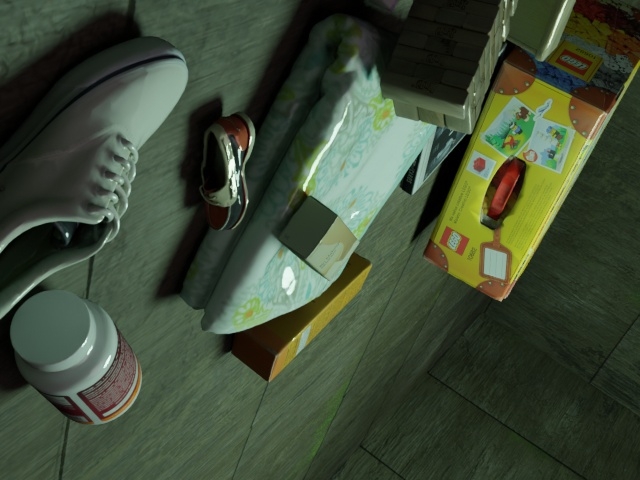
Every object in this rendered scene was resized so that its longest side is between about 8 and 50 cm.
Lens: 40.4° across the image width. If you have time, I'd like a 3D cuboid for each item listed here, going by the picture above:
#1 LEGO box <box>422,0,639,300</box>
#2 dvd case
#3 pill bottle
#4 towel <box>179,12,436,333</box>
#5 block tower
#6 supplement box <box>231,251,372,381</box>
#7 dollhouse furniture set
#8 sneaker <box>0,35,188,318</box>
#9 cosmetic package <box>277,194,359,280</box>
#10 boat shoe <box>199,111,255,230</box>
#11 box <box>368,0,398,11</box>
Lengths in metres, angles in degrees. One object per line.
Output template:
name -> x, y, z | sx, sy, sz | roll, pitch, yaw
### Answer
LEGO box -> 0.421, -0.187, 1.691 | 0.372, 0.193, 0.500 | -48, 162, -41
dvd case -> 0.220, -0.205, 1.448 | 0.238, 0.030, 0.179 | -47, 162, -23
pill bottle -> -0.211, 0.101, 0.755 | 0.086, 0.086, 0.152 | -49, 162, -20
towel -> 0.010, -0.071, 1.028 | 0.374, 0.090, 0.320 | -61, 163, 17
block tower -> 0.165, -0.272, 0.924 | 0.097, 0.091, 0.335 | 65, 45, -65
supplement box -> -0.025, 0.096, 1.264 | 0.233, 0.078, 0.080 | -42, 158, -36
dollhouse furniture set -> 0.283, -0.362, 1.096 | 0.242, 0.161, 0.212 | -45, 160, -30
sneaker -> -0.170, -0.036, 0.601 | 0.258, 0.091, 0.094 | -49, 162, -20
cosmetic package -> 0.000, 0.000, 0.935 | 0.060, 0.041, 0.115 | -54, 161, -2
boat shoe -> -0.095, -0.060, 0.834 | 0.043, 0.049, 0.137 | -35, 152, -41
box -> 0.120, -0.373, 0.805 | 0.324, 0.063, 0.067 | -58, 161, 8
